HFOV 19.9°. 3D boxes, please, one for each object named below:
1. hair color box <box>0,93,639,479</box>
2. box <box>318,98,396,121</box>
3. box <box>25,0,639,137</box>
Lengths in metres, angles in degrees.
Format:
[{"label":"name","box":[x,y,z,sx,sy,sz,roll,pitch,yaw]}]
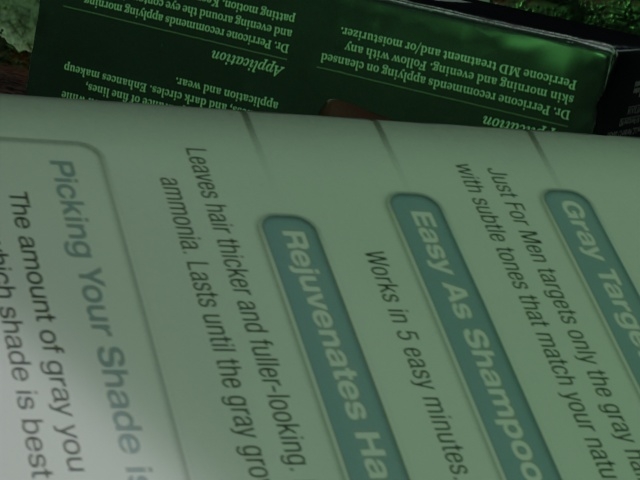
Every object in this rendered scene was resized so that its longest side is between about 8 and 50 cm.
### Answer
[{"label":"hair color box","box":[-0.036,0.065,0.434,0.374,0.114,0.185,2,43,-23]},{"label":"box","box":[0.050,0.115,0.646,0.191,0.143,0.381,18,34,-6]},{"label":"box","box":[0.000,0.000,1.080,0.343,0.313,0.179,16,12,20]}]
